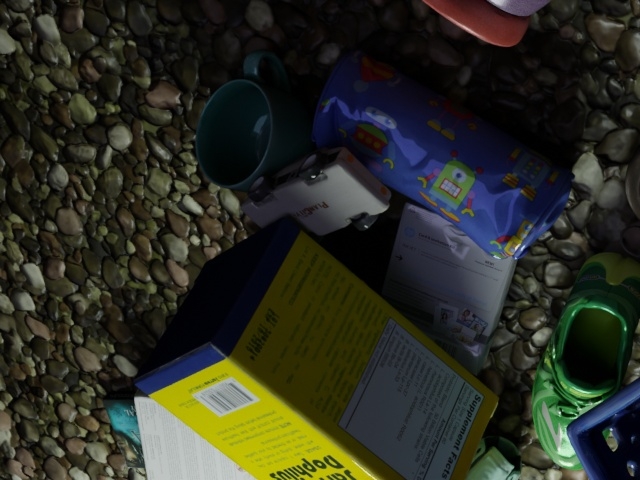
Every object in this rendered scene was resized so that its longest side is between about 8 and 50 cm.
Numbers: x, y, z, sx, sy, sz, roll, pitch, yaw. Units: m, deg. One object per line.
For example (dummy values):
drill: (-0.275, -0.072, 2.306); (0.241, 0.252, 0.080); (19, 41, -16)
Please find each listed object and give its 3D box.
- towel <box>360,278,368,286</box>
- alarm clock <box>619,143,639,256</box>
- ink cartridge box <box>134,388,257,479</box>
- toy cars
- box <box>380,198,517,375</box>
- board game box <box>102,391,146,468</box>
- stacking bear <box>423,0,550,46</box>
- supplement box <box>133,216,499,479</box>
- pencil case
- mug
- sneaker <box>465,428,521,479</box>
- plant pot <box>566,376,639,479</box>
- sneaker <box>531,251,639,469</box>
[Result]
towel: (0.048, 0.230, 1.743); (0.243, 0.040, 0.336); (44, 126, 2)
alarm clock: (0.382, -0.048, 1.385); (0.129, 0.064, 0.192); (36, 131, 5)
ink cartridge box: (-0.145, 0.294, 1.840); (0.224, 0.056, 0.181); (3, 117, 15)
toy cars: (0.000, 0.000, 1.545); (0.176, 0.087, 0.394); (19, 145, 12)
box: (0.152, 0.054, 1.565); (0.145, 0.038, 0.186); (21, 118, 16)
board game box: (-0.226, 0.283, 1.919); (0.186, 0.026, 0.126); (-4, 114, 30)
stacking bear: (0.221, -0.345, 1.249); (0.164, 0.175, 0.289); (43, 121, 3)
supplement box: (-0.001, 0.178, 1.521); (0.356, 0.194, 0.195); (41, 144, -16)
pencil case: (0.128, -0.092, 1.456); (0.306, 0.119, 0.133); (31, 107, 10)
mug: (-0.064, -0.131, 1.543); (0.158, 0.097, 0.129); (-55, 53, 21)
sneaker: (0.163, 0.322, 1.594); (0.094, 0.256, 0.151); (39, 121, 11)
plant pot: (0.442, 0.226, 1.377); (0.236, 0.212, 0.236); (-39, 74, 33)
sneaker: (0.298, 0.153, 1.501); (0.109, 0.123, 0.296); (18, 124, 18)
